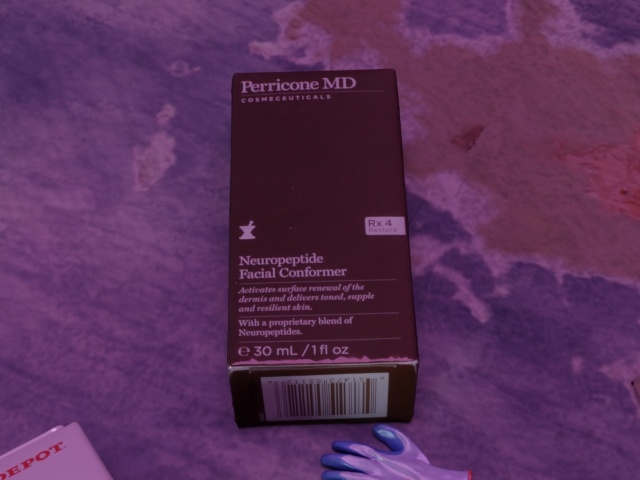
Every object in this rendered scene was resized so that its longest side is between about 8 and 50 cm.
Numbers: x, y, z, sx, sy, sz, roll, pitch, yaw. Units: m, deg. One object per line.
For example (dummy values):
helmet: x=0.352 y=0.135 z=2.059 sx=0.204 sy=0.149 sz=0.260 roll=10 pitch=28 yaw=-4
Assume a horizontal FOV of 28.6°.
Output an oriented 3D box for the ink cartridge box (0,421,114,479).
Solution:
ink cartridge box: x=-0.243 y=0.312 z=1.106 sx=0.198 sy=0.114 sz=0.273 roll=-27 pitch=36 yaw=-17

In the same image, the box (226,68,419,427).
box: x=0.000 y=0.000 z=1.351 sx=0.191 sy=0.143 sz=0.381 roll=-2 pitch=55 yaw=0

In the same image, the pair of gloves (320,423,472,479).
pair of gloves: x=0.068 y=0.274 z=1.236 sx=0.159 sy=0.023 sz=0.198 roll=10 pitch=58 yaw=7
